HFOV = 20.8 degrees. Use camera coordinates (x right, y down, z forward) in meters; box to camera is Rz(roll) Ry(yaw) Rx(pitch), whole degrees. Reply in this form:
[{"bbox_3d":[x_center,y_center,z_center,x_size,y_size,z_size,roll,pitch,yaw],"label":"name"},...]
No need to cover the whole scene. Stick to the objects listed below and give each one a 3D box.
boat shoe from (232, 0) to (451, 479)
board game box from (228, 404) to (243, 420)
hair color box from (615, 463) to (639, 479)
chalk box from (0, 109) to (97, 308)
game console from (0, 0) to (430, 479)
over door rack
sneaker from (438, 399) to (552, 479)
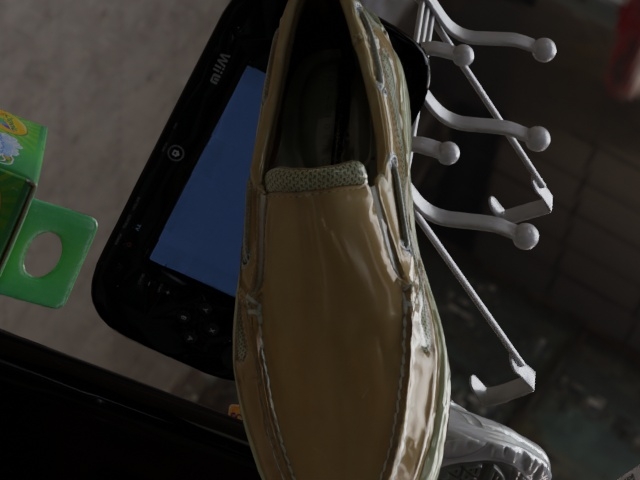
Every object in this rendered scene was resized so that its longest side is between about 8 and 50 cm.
[{"bbox_3d":[0.000,0.000,0.544,0.072,0.068,0.190,74,9,-59],"label":"boat shoe"},{"bbox_3d":[0.035,0.205,1.379,0.259,0.039,0.124,12,80,-38],"label":"board game box"},{"bbox_3d":[0.308,0.269,1.537,0.043,0.141,0.072,-8,158,-25],"label":"hair color box"},{"bbox_3d":[-0.245,-0.018,1.058,0.132,0.213,0.132,-106,-141,-72],"label":"chalk box"},{"bbox_3d":[-0.081,0.034,0.862,0.361,0.213,0.044,-61,-160,18],"label":"game console"},{"bbox_3d":[0.154,-0.052,1.493,0.324,0.108,0.240,65,28,-43],"label":"over door rack"},{"bbox_3d":[0.062,0.121,1.208,0.090,0.232,0.115,-51,-147,31],"label":"sneaker"}]
